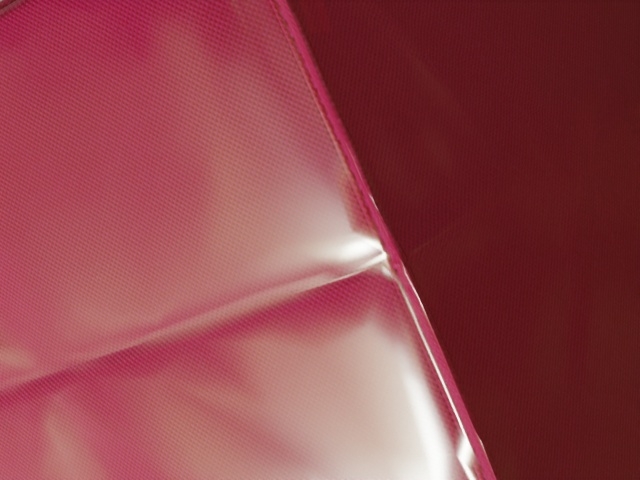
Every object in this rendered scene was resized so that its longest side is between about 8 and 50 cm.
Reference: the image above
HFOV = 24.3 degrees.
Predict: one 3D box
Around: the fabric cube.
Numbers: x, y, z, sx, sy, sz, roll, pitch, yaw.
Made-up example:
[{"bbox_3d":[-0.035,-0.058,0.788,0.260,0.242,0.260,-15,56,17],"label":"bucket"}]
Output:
[{"bbox_3d":[0.000,0.000,0.594,0.258,0.259,0.254,-20,-175,41],"label":"fabric cube"}]
